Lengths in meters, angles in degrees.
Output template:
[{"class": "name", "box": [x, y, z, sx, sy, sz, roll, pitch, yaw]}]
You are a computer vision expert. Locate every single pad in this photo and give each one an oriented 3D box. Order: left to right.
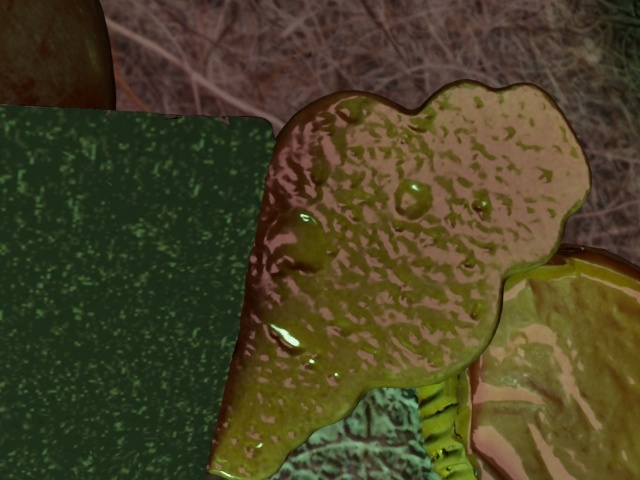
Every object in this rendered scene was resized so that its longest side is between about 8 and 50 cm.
[{"class": "pad", "box": [-0.153, 0.077, 0.522, 0.220, 0.330, 0.004, 2, 35, -19]}]

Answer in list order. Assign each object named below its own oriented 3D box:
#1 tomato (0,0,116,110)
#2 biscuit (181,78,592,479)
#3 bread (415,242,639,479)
[{"class": "tomato", "box": [-0.240, -0.089, 0.536, 0.270, 0.222, 0.270, -3, 55, 4]}, {"class": "biscuit", "box": [0.018, 0.011, 0.616, 0.295, 0.044, 0.186, -26, 90, -1]}, {"class": "bread", "box": [0.156, 0.105, 0.702, 0.199, 0.104, 0.199, 5, 71, -13]}]
